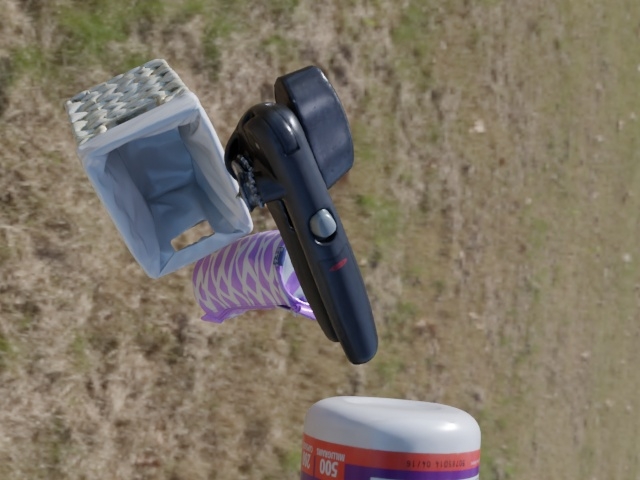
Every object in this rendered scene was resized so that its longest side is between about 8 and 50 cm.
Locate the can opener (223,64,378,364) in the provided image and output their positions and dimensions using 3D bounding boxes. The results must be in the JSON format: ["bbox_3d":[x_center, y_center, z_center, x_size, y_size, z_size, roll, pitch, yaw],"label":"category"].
[{"bbox_3d":[0.000,0.000,0.469,0.073,0.059,0.186,-24,123,-9],"label":"can opener"}]

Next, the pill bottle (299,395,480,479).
[{"bbox_3d":[0.062,0.326,0.858,0.181,0.181,0.323,14,79,-60],"label":"pill bottle"}]

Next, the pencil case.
[{"bbox_3d":[-0.053,0.037,0.839,0.086,0.206,0.088,13,78,-29],"label":"pencil case"}]

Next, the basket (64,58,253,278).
[{"bbox_3d":[-0.147,-0.067,0.778,0.113,0.103,0.167,-26,139,-7],"label":"basket"}]
